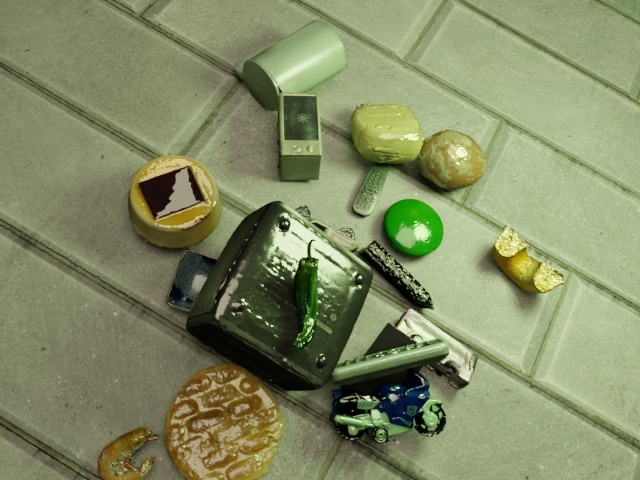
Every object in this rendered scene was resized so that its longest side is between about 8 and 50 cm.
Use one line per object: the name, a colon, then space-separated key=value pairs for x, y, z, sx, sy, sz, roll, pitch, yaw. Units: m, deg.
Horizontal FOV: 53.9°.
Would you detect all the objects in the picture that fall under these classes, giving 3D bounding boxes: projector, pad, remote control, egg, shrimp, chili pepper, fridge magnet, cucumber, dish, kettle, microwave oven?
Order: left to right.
shrimp: x=-0.488 y=0.563 z=1.635 sx=0.188 sy=0.051 sz=0.132 roll=-37 pitch=81 yaw=-1
dish: x=-0.315 y=0.149 z=1.858 sx=0.244 sy=0.080 sz=0.181 roll=18 pitch=66 yaw=-7
projector: x=-0.105 y=0.162 z=1.753 sx=0.395 sy=0.242 sz=0.405 roll=37 pitch=61 yaw=-20
kettle: x=-0.110 y=-0.626 z=2.194 sx=0.318 sy=0.205 sz=0.265 roll=-38 pitch=81 yaw=-22
microwave oven: x=-0.073 y=-0.338 z=2.077 sx=0.145 sy=0.194 sz=0.240 roll=0 pitch=66 yaw=-7
chili pepper: x=-0.038 y=0.131 z=1.601 sx=0.065 sy=0.122 sz=0.278 roll=3 pitch=93 yaw=1
remote control: x=0.172 y=-0.176 z=2.136 sx=0.072 sy=0.042 sz=0.221 roll=25 pitch=64 yaw=2
pad: x=0.187 y=0.390 z=1.847 sx=0.160 sy=0.009 sz=0.265 roll=36 pitch=87 yaw=4
remote control: x=0.194 y=0.346 z=1.782 sx=0.336 sy=0.128 sz=0.065 roll=-14 pitch=84 yaw=1
cucumber: x=0.248 y=0.117 z=2.004 sx=0.300 sy=0.072 sz=0.072 roll=44 pitch=65 yaw=7
fridge magnet: x=0.305 y=-0.042 z=2.078 sx=0.208 sy=0.088 sz=0.207 roll=5 pitch=65 yaw=-11
egg: x=0.452 y=-0.274 z=2.155 sx=0.245 sy=0.203 sz=0.203 roll=18 pitch=63 yaw=-11

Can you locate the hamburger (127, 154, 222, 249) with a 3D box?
hamburger: x=-0.438 y=-0.117 z=1.907 sx=0.302 sy=0.170 sz=0.301 roll=4 pitch=70 yaw=-10

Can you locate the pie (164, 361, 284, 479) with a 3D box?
pie: x=-0.263 y=0.508 z=1.711 sx=0.340 sy=0.083 sz=0.339 roll=5 pitch=66 yaw=-13

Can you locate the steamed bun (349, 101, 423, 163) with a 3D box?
steamed bun: x=0.217 y=-0.357 z=2.157 sx=0.232 sy=0.166 sz=0.272 roll=-8 pitch=38 yaw=-9

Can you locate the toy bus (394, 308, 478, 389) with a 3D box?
toy bus: x=0.347 y=0.330 z=1.919 sx=0.274 sy=0.090 sz=0.112 roll=36 pitch=59 yaw=4

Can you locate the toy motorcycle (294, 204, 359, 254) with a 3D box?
toy motorcycle: x=0.000 y=0.000 z=1.993 sx=0.263 sy=0.091 sz=0.157 roll=29 pitch=68 yaw=-1

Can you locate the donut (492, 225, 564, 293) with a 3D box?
donut: x=0.668 y=0.083 z=2.075 sx=0.101 sy=0.152 sz=0.259 roll=-44 pitch=75 yaw=-10

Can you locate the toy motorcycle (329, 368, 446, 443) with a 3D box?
toy motorcycle: x=0.191 y=0.464 z=1.777 sx=0.332 sy=0.125 sz=0.196 roll=-1 pitch=84 yaw=-6
